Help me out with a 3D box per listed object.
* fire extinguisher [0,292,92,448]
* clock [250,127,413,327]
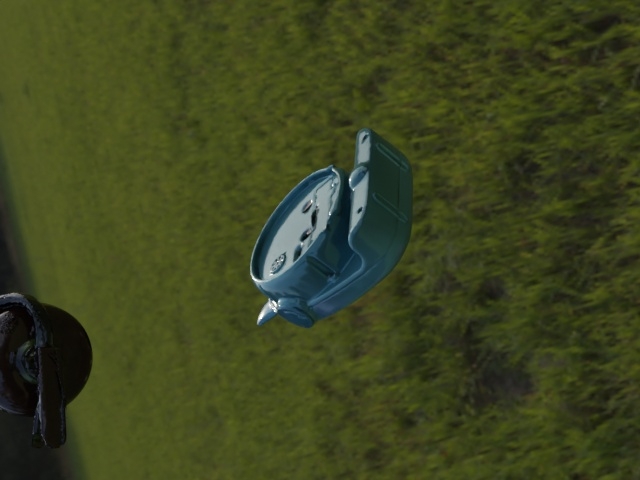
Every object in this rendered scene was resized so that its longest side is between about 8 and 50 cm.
[{"bbox_3d":[-0.277,0.116,0.916,0.341,0.105,0.141,-6,91,63],"label":"fire extinguisher"},{"bbox_3d":[0.000,0.000,1.337,0.274,0.094,0.223,-38,27,30],"label":"clock"}]
